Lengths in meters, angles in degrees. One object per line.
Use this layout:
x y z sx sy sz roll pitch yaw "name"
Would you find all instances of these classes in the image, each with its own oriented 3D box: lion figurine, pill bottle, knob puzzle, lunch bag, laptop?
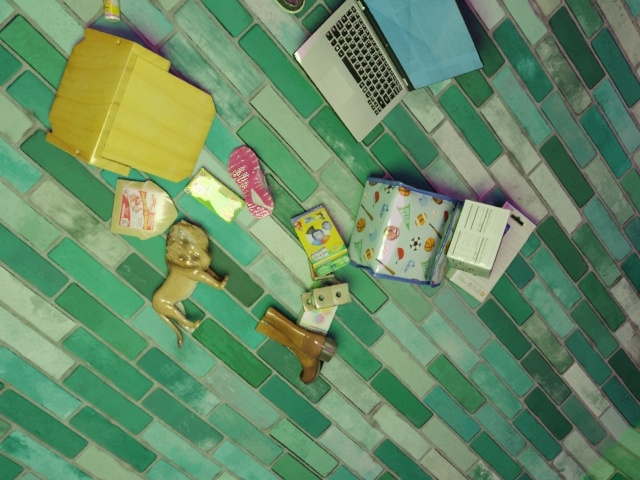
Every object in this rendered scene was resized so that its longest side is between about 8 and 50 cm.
-0.454 0.146 1.432 0.240 0.142 0.393 32 97 -9 "lion figurine"
-0.606 -0.683 1.279 0.043 0.043 0.084 -3 101 -12 "pill bottle"
-0.557 -0.097 1.414 0.212 0.030 0.214 -2 101 -12 "knob puzzle"
0.325 -0.019 1.532 0.385 0.238 0.328 13 98 -31 "lunch bag"
0.208 -0.545 1.335 0.408 0.236 0.382 -46 126 0 "laptop"

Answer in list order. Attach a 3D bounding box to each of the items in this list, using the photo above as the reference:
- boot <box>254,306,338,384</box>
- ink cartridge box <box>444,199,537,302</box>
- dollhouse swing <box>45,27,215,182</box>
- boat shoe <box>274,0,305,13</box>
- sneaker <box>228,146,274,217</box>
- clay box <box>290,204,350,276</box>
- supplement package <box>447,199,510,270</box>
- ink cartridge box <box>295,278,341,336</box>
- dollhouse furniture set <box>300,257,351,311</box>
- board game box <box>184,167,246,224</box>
-0.111 0.381 1.564 0.280 0.096 0.264 27 137 -2 "boot"
0.655 0.041 1.699 0.175 0.069 0.371 34 95 -16 "ink cartridge box"
-0.560 -0.383 1.342 0.314 0.305 0.347 26 97 25 "dollhouse swing"
-0.127 -0.867 1.314 0.127 0.113 0.341 -18 104 -9 "boat shoe"
-0.224 -0.182 1.440 0.102 0.111 0.253 -20 83 0 "sneaker"
0.000 0.000 1.482 0.127 0.053 0.222 -26 64 -7 "clay box"
0.546 0.002 1.524 0.145 0.262 0.204 18 85 21 "supplement package"
-0.001 0.235 1.589 0.108 0.062 0.210 21 95 -15 "ink cartridge box"
0.003 0.136 1.493 0.128 0.129 0.184 -8 79 -23 "dollhouse furniture set"
-0.342 -0.145 1.446 0.181 0.043 0.092 39 91 -16 "board game box"
